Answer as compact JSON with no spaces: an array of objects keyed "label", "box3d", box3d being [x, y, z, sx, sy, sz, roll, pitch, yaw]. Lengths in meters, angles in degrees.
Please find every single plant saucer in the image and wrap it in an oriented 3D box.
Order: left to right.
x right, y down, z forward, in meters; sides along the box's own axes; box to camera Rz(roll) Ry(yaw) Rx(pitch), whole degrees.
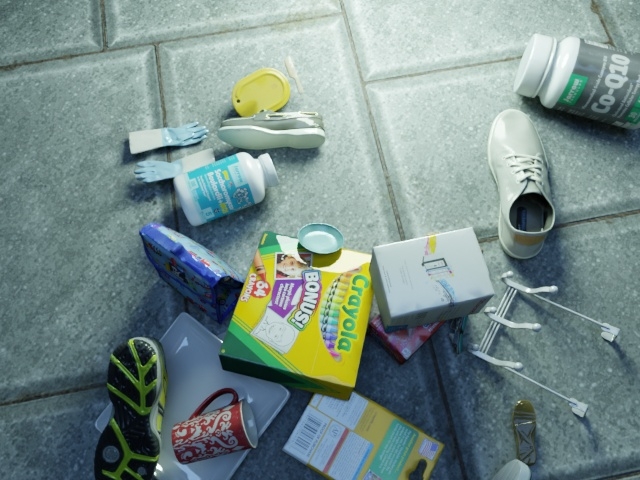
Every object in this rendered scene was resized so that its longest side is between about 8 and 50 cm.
[{"label":"plant saucer","box3d":[0.000,0.000,1.413,0.120,0.021,0.119,5,40,-4]}]

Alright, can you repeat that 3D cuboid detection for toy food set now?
[{"label":"toy food set","box3d":[-0.162,-0.440,1.651,0.218,0.071,0.128,-30,97,-8]}]

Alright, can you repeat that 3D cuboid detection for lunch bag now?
[{"label":"lunch bag","box3d":[-0.307,0.062,1.346,0.221,0.293,0.138,36,74,12]}]

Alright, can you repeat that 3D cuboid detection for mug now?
[{"label":"mug","box3d":[-0.241,0.433,1.269,0.170,0.150,0.113,-18,110,1]}]

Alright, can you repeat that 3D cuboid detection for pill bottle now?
[{"label":"pill bottle","box3d":[-0.251,-0.149,1.499,0.264,0.146,0.146,-22,72,-7]},{"label":"pill bottle","box3d":[0.757,-0.458,1.574,0.361,0.204,0.204,17,71,7]}]

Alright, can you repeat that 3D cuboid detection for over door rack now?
[{"label":"over door rack","box3d":[0.564,0.247,1.375,0.324,0.108,0.239,29,74,10]}]

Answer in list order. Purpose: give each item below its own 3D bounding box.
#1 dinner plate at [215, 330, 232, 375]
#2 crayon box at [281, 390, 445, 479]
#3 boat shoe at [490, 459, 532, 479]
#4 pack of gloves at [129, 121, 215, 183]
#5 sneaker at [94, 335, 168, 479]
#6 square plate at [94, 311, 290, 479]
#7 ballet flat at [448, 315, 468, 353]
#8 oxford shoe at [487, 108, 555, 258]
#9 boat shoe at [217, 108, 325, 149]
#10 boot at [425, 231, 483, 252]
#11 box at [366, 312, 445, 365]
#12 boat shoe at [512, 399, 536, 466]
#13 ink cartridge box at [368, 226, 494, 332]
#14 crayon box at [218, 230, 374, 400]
[{"label":"dinner plate","box3d":[-0.223,0.297,1.410,0.141,0.017,0.141,-1,71,2]},{"label":"crayon box","box3d":[0.099,0.487,1.304,0.323,0.083,0.203,28,73,11]},{"label":"boat shoe","box3d":[0.405,0.663,1.235,0.119,0.121,0.335,28,84,2]},{"label":"pack of gloves","box3d":[-0.427,-0.248,1.601,0.232,0.046,0.195,-12,59,-7]},{"label":"sneaker","box3d":[-0.409,0.406,1.261,0.145,0.147,0.384,11,93,3]},{"label":"square plate","box3d":[-0.307,0.409,1.343,0.347,0.049,0.344,34,79,12]},{"label":"ballet flat","box3d":[0.352,0.235,1.421,0.041,0.041,0.114,14,71,5]},{"label":"oxford shoe","box3d":[0.556,-0.174,1.515,0.169,0.130,0.448,3,69,3]},{"label":"boat shoe","box3d":[-0.140,-0.323,1.584,0.305,0.109,0.091,0,70,-6]},{"label":"boot","box3d":[0.348,0.033,1.480,0.158,0.059,0.084,24,77,7]},{"label":"box","box3d":[0.251,0.178,1.392,0.257,0.122,0.128,-41,74,-13]},{"label":"boat shoe","box3d":[0.494,0.465,1.336,0.056,0.048,0.152,-4,63,12]},{"label":"ink cartridge box","box3d":[0.246,0.094,1.266,0.233,0.171,0.168,-11,69,-3]},{"label":"crayon box","box3d":[-0.039,0.173,1.359,0.313,0.106,0.362,12,55,6]}]
